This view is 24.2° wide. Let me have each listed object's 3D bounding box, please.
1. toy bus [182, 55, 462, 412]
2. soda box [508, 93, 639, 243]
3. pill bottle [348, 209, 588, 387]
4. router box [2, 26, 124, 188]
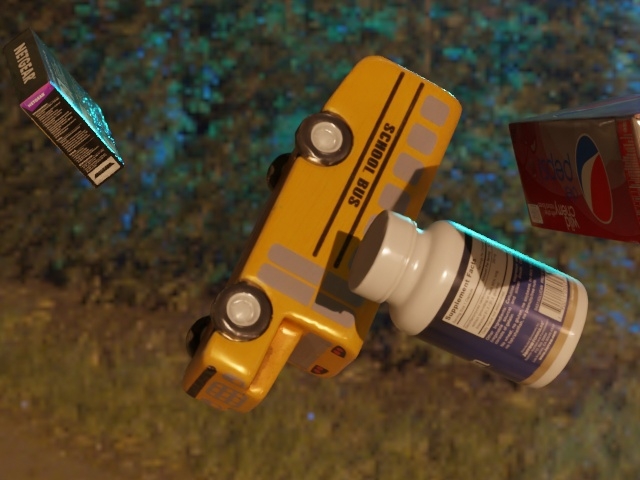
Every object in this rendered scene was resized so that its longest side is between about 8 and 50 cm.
[{"bbox_3d":[0.000,0.000,1.301,0.130,0.333,0.108,28,-26,-7],"label":"toy bus"},{"bbox_3d":[0.210,-0.051,0.988,0.092,0.083,0.263,-14,6,-8],"label":"soda box"},{"bbox_3d":[0.111,0.041,1.152,0.169,0.094,0.094,25,6,-12],"label":"pill bottle"},{"bbox_3d":[-0.289,-0.151,1.670,0.046,0.133,0.179,-37,32,3],"label":"router box"}]
